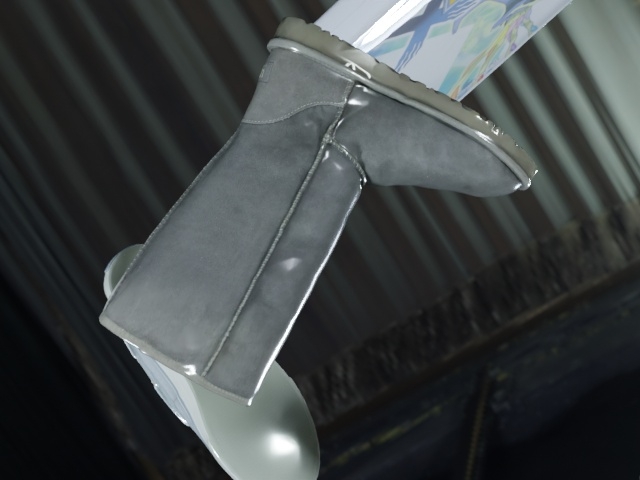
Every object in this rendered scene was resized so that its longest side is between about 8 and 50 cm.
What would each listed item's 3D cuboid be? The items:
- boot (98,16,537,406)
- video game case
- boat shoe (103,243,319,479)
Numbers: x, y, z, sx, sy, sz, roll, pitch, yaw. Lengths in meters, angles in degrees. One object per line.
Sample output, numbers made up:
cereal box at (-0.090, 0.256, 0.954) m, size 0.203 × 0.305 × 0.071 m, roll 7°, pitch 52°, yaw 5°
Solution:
boot at (0.001, 0.001, 0.760) m, size 0.209 × 0.189 × 0.076 m, roll -64°, pitch -178°, yaw -7°
video game case at (0.130, -0.199, 1.038) m, size 0.329 × 0.036 × 0.300 m, roll -42°, pitch 165°, yaw 8°
boat shoe at (-0.083, 0.102, 1.007) m, size 0.079 × 0.227 × 0.081 m, roll -36°, pitch 175°, yaw -18°
